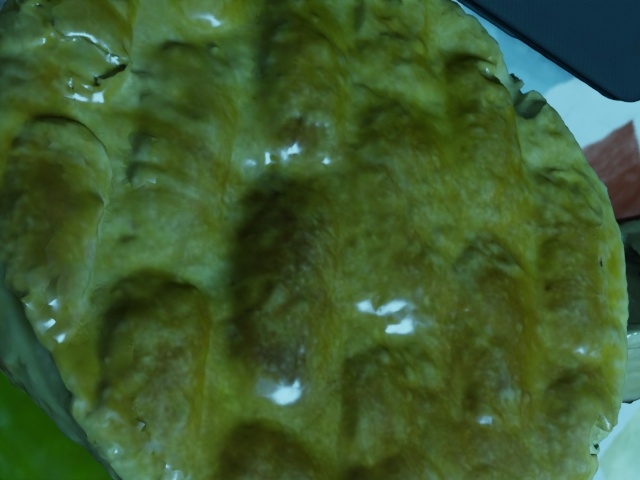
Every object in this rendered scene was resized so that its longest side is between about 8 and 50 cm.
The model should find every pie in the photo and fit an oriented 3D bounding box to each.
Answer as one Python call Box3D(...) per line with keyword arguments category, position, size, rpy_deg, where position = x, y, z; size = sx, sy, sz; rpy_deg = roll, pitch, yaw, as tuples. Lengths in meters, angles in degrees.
Box3D(category="pie", position=(0.000, 0.000, 0.544), size=(0.339, 0.339, 0.083), rpy_deg=(9, 152, -27))

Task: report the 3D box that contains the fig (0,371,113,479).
Box3D(category="fig", position=(-0.099, 0.140, 0.584), size=(0.233, 0.233, 0.314), rpy_deg=(-39, 130, -2))

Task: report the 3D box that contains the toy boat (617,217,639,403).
Box3D(category="toy boat", position=(0.221, 0.038, 0.747), size=(0.188, 0.116, 0.061), rpy_deg=(-9, 122, -17))

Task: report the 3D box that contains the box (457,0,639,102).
Box3D(category="box", position=(0.130, -0.186, 0.630), size=(0.230, 0.050, 0.160), rpy_deg=(25, 101, -32))
